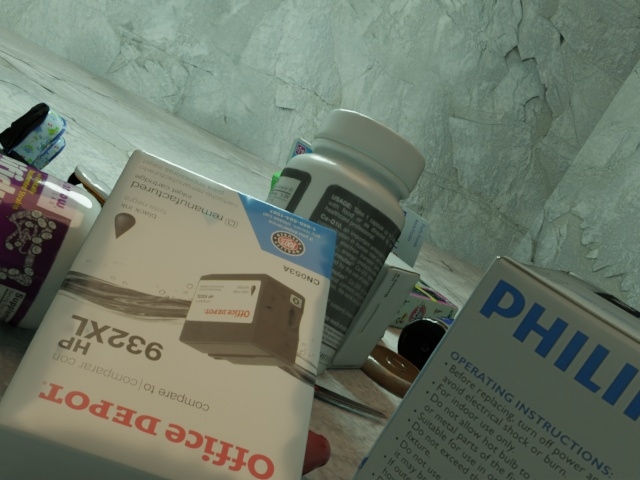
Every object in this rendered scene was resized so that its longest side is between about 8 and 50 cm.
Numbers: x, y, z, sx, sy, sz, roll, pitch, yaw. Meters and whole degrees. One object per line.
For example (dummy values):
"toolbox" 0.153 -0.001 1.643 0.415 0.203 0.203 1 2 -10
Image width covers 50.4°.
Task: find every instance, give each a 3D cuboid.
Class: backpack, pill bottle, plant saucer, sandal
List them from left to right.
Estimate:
"pill bottle" -0.344 -0.004 0.732 0.302 0.169 0.169 25 12 -25
"backpack" -0.527 -0.194 1.265 0.105 0.114 0.084 40 -6 47
"sandal" -0.390 -0.059 1.160 0.102 0.076 0.265 43 -12 -10
"pill bottle" 0.000 0.000 1.022 0.204 0.361 0.204 29 -6 3
"plant saucer" 0.136 0.242 1.275 0.168 0.029 0.168 30 11 -7
"pill bottle" 0.259 0.224 1.429 0.123 0.122 0.219 36 12 29

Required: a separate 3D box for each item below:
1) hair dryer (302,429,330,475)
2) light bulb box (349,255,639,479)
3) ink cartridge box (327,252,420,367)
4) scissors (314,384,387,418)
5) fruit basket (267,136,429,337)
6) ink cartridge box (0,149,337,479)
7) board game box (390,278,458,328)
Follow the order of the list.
"hair dryer" -0.115 0.183 0.732 0.294 0.080 0.223 28 10 -12
"light bulb box" 0.192 0.225 0.600 0.225 0.361 0.358 36 12 26
"ink cartridge box" 0.002 0.066 1.235 0.289 0.211 0.122 39 13 34
"scissors" -0.028 0.215 0.993 0.297 0.021 0.109 30 8 -6
"fruit basket" 0.031 0.002 1.432 0.165 0.327 0.353 -25 54 -41
"ink cartridge box" -0.122 0.092 0.601 0.223 0.129 0.307 23 42 -13
"board game box" 0.181 0.130 1.730 0.303 0.097 0.224 16 17 -49
